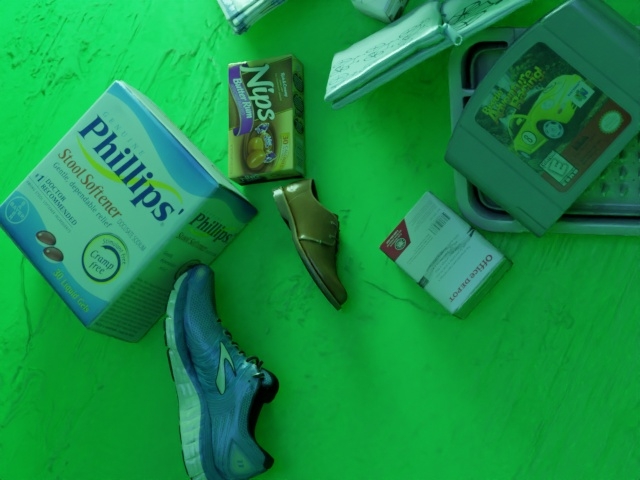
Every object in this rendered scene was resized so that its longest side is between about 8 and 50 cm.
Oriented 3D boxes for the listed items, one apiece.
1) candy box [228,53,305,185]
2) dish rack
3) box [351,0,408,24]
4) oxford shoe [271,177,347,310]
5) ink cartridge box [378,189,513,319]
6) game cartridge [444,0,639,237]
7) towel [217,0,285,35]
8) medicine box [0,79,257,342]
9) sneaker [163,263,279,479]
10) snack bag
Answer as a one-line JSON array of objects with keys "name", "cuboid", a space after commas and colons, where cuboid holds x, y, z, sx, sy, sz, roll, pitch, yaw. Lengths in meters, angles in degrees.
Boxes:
[{"name": "candy box", "cuboid": [-0.082, -0.183, 1.893, 0.109, 0.053, 0.186, -6, 76, 20]}, {"name": "dish rack", "cuboid": [0.343, -0.150, 1.653, 0.333, 0.072, 0.285, 3, 112, 22]}, {"name": "box", "cuboid": [0.148, -0.481, 1.872, 0.067, 0.063, 0.324, 26, 87, 25]}, {"name": "oxford shoe", "cuboid": [0.000, 0.000, 1.805, 0.076, 0.076, 0.212, -24, 69, 3]}, {"name": "ink cartridge box", "cuboid": [0.175, 0.022, 1.732, 0.150, 0.063, 0.109, 43, 95, 24]}, {"name": "game cartridge", "cuboid": [0.298, -0.164, 1.597, 0.196, 0.060, 0.294, 41, 120, 6]}, {"name": "towel", "cuboid": [-0.049, -0.453, 1.932, 0.285, 0.034, 0.209, -35, 45, 8]}, {"name": "medicine box", "cuboid": [-0.294, -0.043, 1.887, 0.289, 0.149, 0.263, -47, 65, 5]}, {"name": "sneaker", "cuboid": [-0.135, 0.190, 1.795, 0.147, 0.130, 0.329, -13, 75, 3]}, {"name": "snack bag", "cuboid": [0.162, -0.299, 1.704, 0.343, 0.323, 0.037, -27, 104, 13]}]
